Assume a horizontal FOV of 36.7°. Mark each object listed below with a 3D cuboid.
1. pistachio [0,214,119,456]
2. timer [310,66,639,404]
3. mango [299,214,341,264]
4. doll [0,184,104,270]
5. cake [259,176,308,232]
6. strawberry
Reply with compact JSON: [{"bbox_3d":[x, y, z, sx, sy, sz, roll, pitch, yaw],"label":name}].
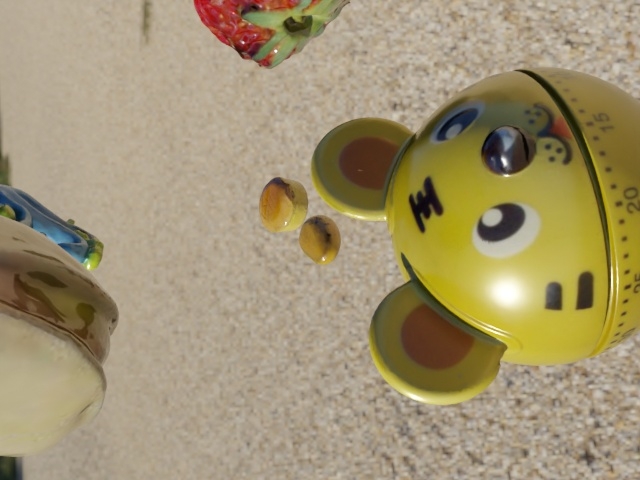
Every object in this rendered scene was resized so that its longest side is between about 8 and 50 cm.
[{"bbox_3d":[-0.408,0.101,0.863,0.365,0.445,0.281,124,144,-55],"label":"pistachio"},{"bbox_3d":[0.206,-0.018,1.091,0.376,0.386,0.376,169,90,-80],"label":"timer"},{"bbox_3d":[0.000,0.000,1.683,0.079,0.057,0.114,-51,31,20],"label":"mango"},{"bbox_3d":[-0.476,-0.062,1.415,0.099,0.341,0.346,-64,29,5],"label":"doll"},{"bbox_3d":[-0.057,-0.053,1.439,0.084,0.044,0.084,-8,80,52],"label":"cake"},{"bbox_3d":[-0.082,-0.441,1.411,0.310,0.291,0.292,52,156,-3],"label":"strawberry"}]
